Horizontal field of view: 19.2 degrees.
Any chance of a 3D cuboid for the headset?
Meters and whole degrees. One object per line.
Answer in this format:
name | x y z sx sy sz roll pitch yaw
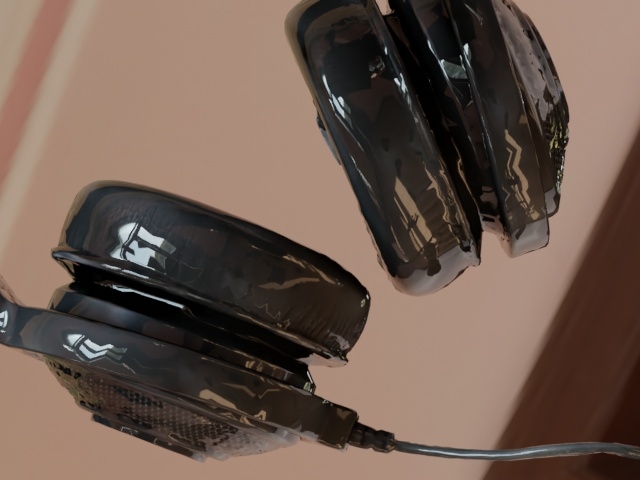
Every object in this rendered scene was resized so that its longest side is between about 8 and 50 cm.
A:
headset | 0.000 0.000 0.760 0.243 0.394 0.185 -42 -11 -3
